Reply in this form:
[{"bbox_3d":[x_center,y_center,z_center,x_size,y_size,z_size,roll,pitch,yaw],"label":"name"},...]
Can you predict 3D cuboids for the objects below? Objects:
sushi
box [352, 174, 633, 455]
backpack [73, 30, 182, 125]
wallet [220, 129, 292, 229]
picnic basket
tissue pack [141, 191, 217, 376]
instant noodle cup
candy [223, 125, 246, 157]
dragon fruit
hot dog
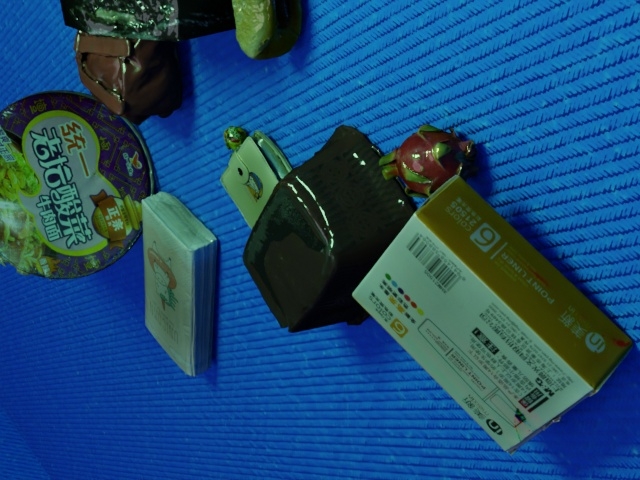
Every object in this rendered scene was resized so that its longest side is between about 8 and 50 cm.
[{"bbox_3d":[-0.217,-0.384,1.510,0.227,0.215,0.212,26,131,50],"label":"sushi"},{"bbox_3d":[0.183,0.090,1.268,0.274,0.091,0.221,47,148,7],"label":"box"},{"bbox_3d":[-0.317,-0.297,1.807,0.229,0.139,0.229,34,137,40],"label":"backpack"},{"bbox_3d":[-0.093,-0.090,1.692,0.110,0.039,0.155,56,149,8],"label":"wallet"},{"bbox_3d":[0.000,0.000,1.516,0.222,0.129,0.297,59,149,17],"label":"picnic basket"},{"bbox_3d":[-0.259,0.083,2.050,0.170,0.071,0.325,42,142,33],"label":"tissue pack"},{"bbox_3d":[-0.502,-0.100,2.088,0.266,0.340,0.340,4,114,67],"label":"instant noodle cup"},{"bbox_3d":[-0.134,-0.133,1.745,0.123,0.035,0.035,102,167,-58],"label":"candy"},{"bbox_3d":[0.123,-0.091,1.299,0.116,0.081,0.086,14,101,41],"label":"dragon fruit"},{"bbox_3d":[-0.072,-0.347,1.437,0.073,0.084,0.242,21,128,47],"label":"hot dog"}]
